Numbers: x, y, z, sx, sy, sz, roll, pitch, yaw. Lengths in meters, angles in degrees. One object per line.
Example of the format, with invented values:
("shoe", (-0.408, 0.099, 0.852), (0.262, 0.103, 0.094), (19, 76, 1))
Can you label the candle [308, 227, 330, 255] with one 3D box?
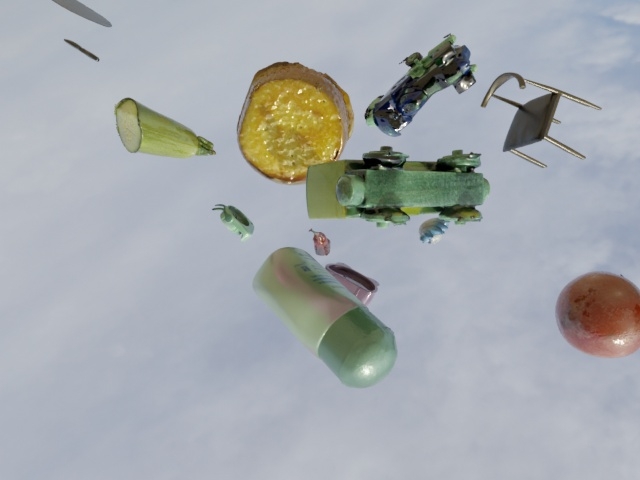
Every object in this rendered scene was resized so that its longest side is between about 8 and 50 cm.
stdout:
("candle", (0.000, 0.000, 1.407), (0.053, 0.162, 0.048), (-27, -108, -3))

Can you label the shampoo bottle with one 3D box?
("shampoo bottle", (0.017, 0.166, 1.107), (0.350, 0.222, 0.151), (40, -86, 34))

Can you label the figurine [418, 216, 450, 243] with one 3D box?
("figurine", (0.356, -0.032, 1.605), (0.114, 0.079, 0.114), (-23, 178, -1))

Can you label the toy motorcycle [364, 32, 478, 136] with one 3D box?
("toy motorcycle", (0.247, -0.391, 1.371), (0.331, 0.125, 0.196), (-30, -144, 31))

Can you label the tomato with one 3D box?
("tomato", (0.836, 0.226, 1.557), (0.265, 0.264, 0.264), (-8, -139, 7))

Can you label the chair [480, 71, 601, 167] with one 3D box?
("chair", (0.586, -0.329, 1.431), (0.166, 0.272, 0.188), (-69, -166, -7))

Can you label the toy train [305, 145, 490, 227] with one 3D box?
("toy train", (0.168, -0.109, 1.106), (0.398, 0.160, 0.253), (-4, -176, -33))

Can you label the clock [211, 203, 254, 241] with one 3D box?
("clock", (-0.253, -0.061, 1.517), (0.041, 0.135, 0.101), (-42, -166, 14))

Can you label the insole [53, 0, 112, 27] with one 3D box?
("insole", (-0.488, -0.458, 0.977), (0.322, 0.007, 0.109), (37, -159, 29))

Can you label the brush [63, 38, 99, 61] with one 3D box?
("brush", (-0.344, -0.275, 0.749), (0.083, 0.024, 0.008), (34, -84, 26))

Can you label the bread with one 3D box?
("bread", (-0.086, -0.355, 1.654), (0.399, 0.397, 0.215), (-7, -154, 9))

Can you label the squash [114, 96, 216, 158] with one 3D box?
("squash", (-0.413, -0.265, 1.383), (0.137, 0.288, 0.137), (-7, -103, 31))

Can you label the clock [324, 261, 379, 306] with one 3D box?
("clock", (0.081, 0.116, 1.391), (0.153, 0.050, 0.110), (29, -162, 17))
